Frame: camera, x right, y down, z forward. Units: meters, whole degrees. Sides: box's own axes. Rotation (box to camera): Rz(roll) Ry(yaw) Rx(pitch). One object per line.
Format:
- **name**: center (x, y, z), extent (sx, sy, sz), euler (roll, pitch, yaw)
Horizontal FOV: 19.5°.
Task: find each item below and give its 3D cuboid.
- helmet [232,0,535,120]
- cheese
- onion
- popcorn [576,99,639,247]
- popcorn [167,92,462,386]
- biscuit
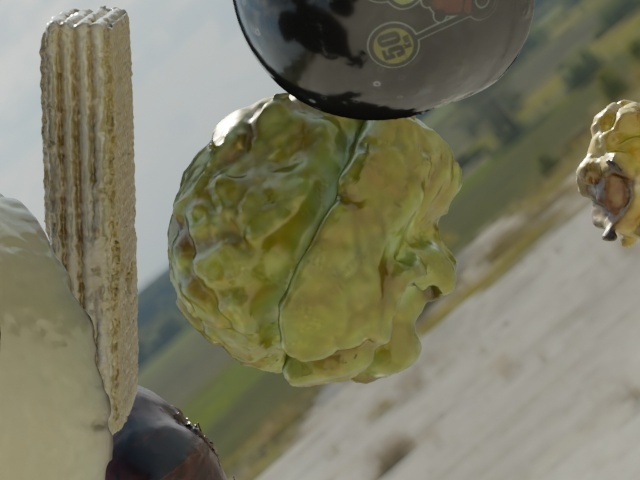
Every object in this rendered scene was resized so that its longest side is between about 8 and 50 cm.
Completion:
- **helmet**: center (0.019, -0.191, 1.414), extent (0.279, 0.230, 0.160), euler (-12, 15, 46)
- **cheese**: center (-0.309, 0.118, 1.312), extent (0.292, 0.332, 0.153), euler (-20, -23, 30)
- **onion**: center (-0.238, 0.304, 2.369), extent (0.281, 0.281, 0.221), euler (-41, -18, -23)
- **popcorn**: center (0.339, -0.064, 1.938), extent (0.152, 0.167, 0.148), euler (-32, -14, -33)
- **popcorn**: center (0.000, -0.009, 1.644), extent (0.282, 0.247, 0.282), euler (-18, 54, 26)
- **biscuit**: center (-0.229, -0.015, 1.860), extent (0.078, 0.426, 0.144), euler (0, 15, 3)
